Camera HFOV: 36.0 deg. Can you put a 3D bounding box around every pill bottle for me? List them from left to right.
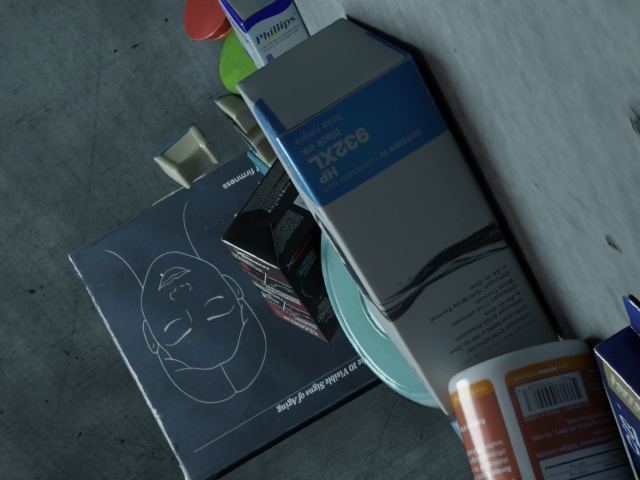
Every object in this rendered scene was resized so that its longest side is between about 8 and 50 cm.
[{"bbox_3d":[0.186,0.196,0.776,0.121,0.121,0.216,64,-170,-74],"label":"pill bottle"}]

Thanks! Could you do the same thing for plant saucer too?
[{"bbox_3d":[0.091,0.074,1.222,0.317,0.043,0.318,42,145,39],"label":"plant saucer"}]

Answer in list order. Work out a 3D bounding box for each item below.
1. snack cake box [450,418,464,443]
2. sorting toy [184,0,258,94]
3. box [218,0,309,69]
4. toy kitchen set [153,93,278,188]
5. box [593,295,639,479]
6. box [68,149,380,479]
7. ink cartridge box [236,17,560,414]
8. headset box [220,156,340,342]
[{"bbox_3d":[0.323,0.386,1.595,0.264,0.089,0.152,57,179,10],"label":"snack cake box"},{"bbox_3d":[-0.080,-0.284,1.517,0.126,0.127,0.365,16,-152,-46],"label":"sorting toy"},{"bbox_3d":[-0.070,-0.277,1.268,0.126,0.072,0.137,55,176,42],"label":"box"},{"bbox_3d":[-0.142,-0.120,1.532,0.122,0.166,0.207,42,173,46],"label":"toy kitchen set"},{"bbox_3d":[0.242,0.146,0.638,0.225,0.036,0.136,61,177,-41],"label":"box"},{"bbox_3d":[-0.126,0.131,1.839,0.472,0.480,0.297,60,177,12],"label":"box"},{"bbox_3d":[0.066,-0.028,0.905,0.307,0.129,0.223,58,178,-24],"label":"ink cartridge box"},{"bbox_3d":[0.000,0.000,1.443,0.110,0.218,0.293,26,163,27],"label":"headset box"}]
